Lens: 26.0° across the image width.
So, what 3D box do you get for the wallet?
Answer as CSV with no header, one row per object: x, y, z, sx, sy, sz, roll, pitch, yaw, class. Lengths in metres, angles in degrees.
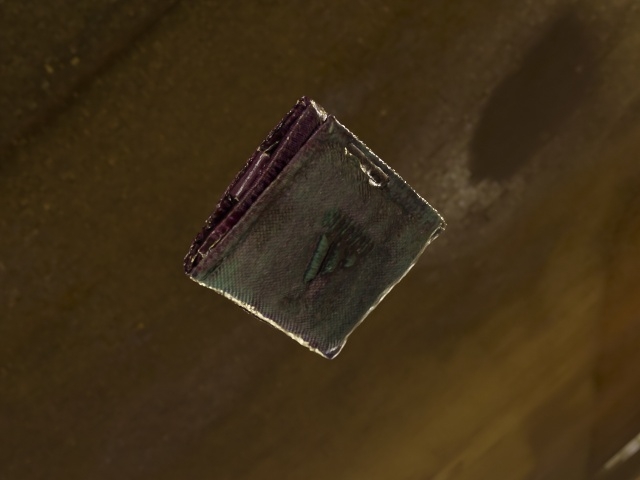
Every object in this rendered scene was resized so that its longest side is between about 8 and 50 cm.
-0.001,-0.001,0.754,0.111,0.030,0.166,-48,146,2,wallet
